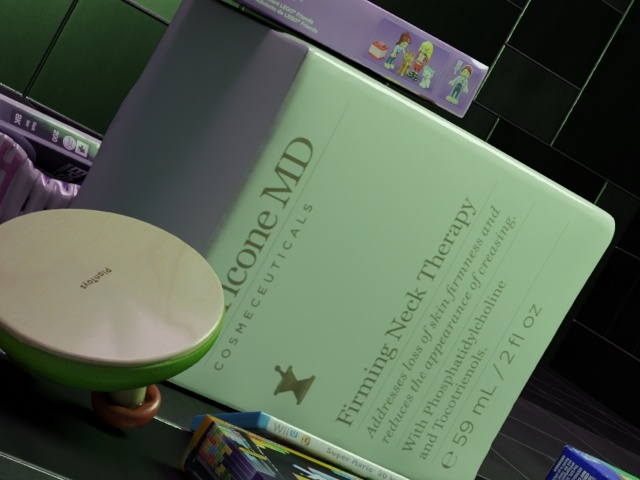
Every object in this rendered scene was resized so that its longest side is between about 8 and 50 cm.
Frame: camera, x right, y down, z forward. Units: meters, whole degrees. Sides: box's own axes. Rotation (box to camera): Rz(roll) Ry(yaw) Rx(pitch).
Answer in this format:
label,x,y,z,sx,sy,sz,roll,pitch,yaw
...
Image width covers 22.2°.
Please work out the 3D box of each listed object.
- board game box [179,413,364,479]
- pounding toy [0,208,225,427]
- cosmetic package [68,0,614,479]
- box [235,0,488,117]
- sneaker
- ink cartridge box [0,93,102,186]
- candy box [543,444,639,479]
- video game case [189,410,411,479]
label,x,y,z,sx,sy,sz,roll,pitch,yaw
board game box,0.000,0.196,1.156,0.170,0.048,0.141,27,3,-30
pounding toy,-0.190,0.076,1.163,0.237,0.110,0.183,-10,40,-34
cosmetic package,0.000,0.000,1.627,0.394,0.329,0.327,26,5,-30
box,-0.002,-0.216,1.550,0.293,0.057,0.201,27,5,-15
sneaker,-0.331,-0.052,1.754,0.236,0.095,0.104,32,-5,-32
ink cartridge box,-0.330,-0.089,1.833,0.208,0.045,0.206,24,-24,-34
candy box,0.366,0.335,1.463,0.268,0.122,0.317,27,6,-35
video game case,-0.008,0.174,1.291,0.166,0.015,0.119,27,-19,-24
